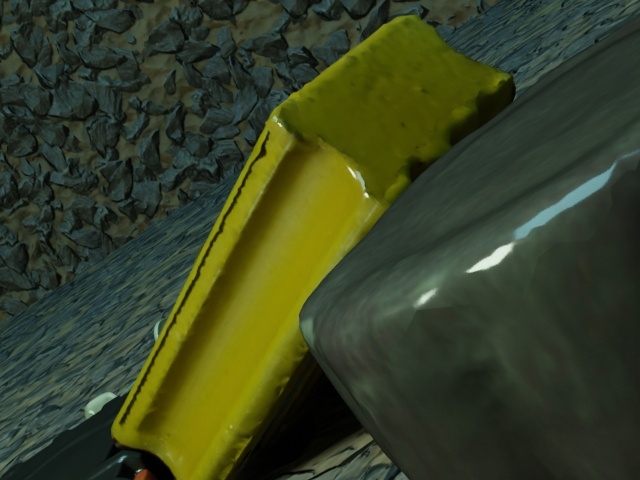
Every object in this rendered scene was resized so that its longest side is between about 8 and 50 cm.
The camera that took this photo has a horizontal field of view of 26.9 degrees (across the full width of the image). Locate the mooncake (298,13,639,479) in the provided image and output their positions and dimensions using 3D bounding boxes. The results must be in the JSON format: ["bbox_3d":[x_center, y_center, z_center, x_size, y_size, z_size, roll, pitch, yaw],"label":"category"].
[{"bbox_3d":[0.143,0.003,0.619,0.306,0.154,0.306,-33,9,6],"label":"mooncake"}]

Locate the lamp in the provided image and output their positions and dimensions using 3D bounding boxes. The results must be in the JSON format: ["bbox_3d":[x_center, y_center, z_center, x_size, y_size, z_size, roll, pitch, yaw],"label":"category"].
[{"bbox_3d":[-0.175,0.134,1.393,0.056,0.050,0.198,-33,11,32],"label":"lamp"}]

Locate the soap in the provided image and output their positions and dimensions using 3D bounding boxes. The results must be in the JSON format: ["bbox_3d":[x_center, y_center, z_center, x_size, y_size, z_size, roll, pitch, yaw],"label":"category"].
[{"bbox_3d":[-0.010,0.019,0.892,0.204,0.096,0.324,-42,-13,-49],"label":"soap"}]

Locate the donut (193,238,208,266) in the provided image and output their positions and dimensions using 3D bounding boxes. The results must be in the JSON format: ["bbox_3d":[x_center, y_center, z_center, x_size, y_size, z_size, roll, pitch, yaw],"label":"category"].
[{"bbox_3d":[0.000,0.000,1.181,0.261,0.128,0.208,-34,9,40],"label":"donut"}]

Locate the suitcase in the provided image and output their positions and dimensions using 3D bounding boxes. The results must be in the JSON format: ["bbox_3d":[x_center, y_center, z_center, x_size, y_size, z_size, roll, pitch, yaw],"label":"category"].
[{"bbox_3d":[-0.190,0.207,1.028,0.206,0.066,0.285,-33,10,10],"label":"suitcase"}]
